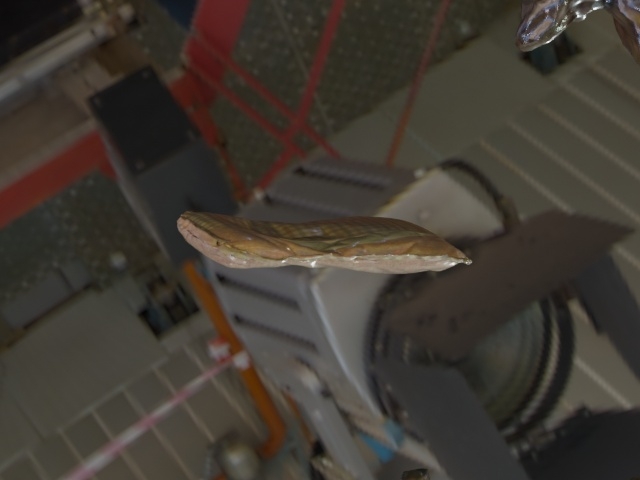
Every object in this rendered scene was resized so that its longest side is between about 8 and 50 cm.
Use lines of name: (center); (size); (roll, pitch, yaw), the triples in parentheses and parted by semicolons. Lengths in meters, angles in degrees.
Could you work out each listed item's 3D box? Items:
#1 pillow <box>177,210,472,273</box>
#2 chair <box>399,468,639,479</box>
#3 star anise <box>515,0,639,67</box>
pillow: (0.001, 0.001, 1.249); (0.211, 0.034, 0.135); (2, -166, -25)
chair: (0.113, 0.287, 0.833); (0.160, 0.319, 0.186); (-1, -151, 28)
star anise: (0.244, -0.269, 1.302); (0.315, 0.108, 0.315); (0, -98, 0)
